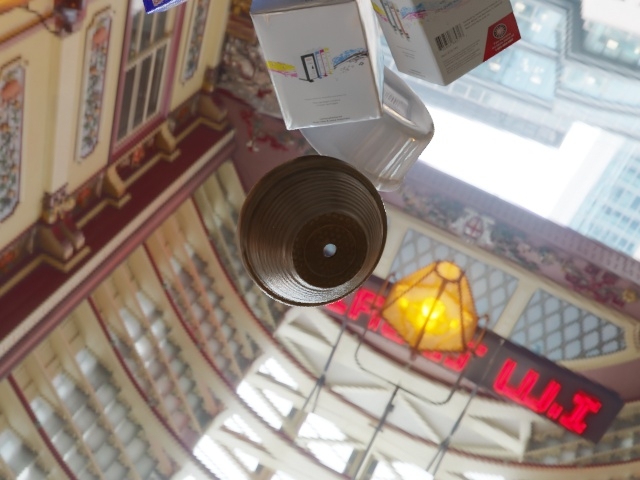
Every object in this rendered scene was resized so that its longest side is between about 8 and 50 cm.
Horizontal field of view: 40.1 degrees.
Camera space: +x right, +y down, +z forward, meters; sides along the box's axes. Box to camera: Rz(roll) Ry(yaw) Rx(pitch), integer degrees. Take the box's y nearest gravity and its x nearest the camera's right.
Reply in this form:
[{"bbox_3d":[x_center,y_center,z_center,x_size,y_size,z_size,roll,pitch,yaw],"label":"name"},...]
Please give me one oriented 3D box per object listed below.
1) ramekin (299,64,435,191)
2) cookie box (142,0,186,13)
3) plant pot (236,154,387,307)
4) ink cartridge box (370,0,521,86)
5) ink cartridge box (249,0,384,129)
[{"bbox_3d":[0.088,-0.238,1.672,0.277,0.135,0.277,32,-151,-20],"label":"ramekin"},{"bbox_3d":[-0.222,-0.382,1.227,0.040,0.107,0.091,-21,-169,-40],"label":"cookie box"},{"bbox_3d":[0.000,0.000,1.309,0.237,0.237,0.110,3,-163,-19],"label":"plant pot"},{"bbox_3d":[0.145,-0.309,1.103,0.128,0.176,0.127,-32,-150,-10],"label":"ink cartridge box"},{"bbox_3d":[0.003,-0.329,1.424,0.168,0.233,0.171,-5,-133,12],"label":"ink cartridge box"}]
